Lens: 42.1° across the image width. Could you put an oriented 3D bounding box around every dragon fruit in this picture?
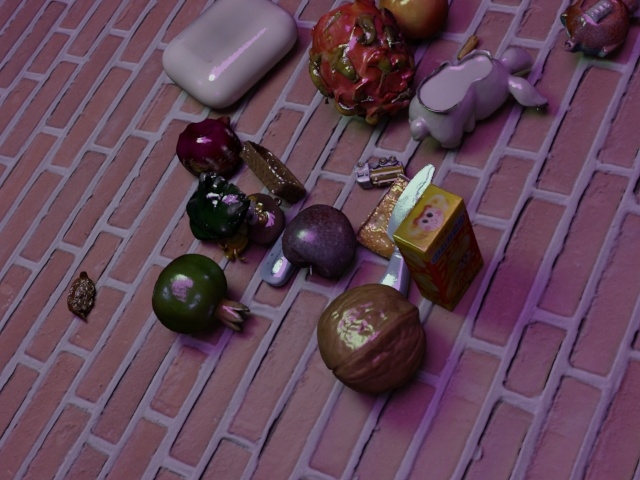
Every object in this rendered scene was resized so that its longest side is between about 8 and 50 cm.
[{"bbox_3d":[0.104,-0.424,2.042,0.269,0.250,0.291,-25,81,26],"label":"dragon fruit"}]

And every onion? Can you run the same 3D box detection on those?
[{"bbox_3d":[-0.285,-0.265,2.150,0.173,0.135,0.198,1,60,18],"label":"onion"}]

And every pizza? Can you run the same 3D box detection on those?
[{"bbox_3d":[0.204,-0.030,1.873,0.204,0.080,0.188,35,101,23],"label":"pizza"}]

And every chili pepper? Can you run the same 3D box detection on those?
[{"bbox_3d":[-0.259,-0.077,1.974,0.264,0.116,0.148,2,74,63],"label":"chili pepper"}]

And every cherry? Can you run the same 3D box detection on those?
[{"bbox_3d":[0.004,0.000,1.878,0.176,0.140,0.176,3,69,-9],"label":"cherry"}]

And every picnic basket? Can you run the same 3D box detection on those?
[{"bbox_3d":[-0.122,-0.168,2.053,0.055,0.110,0.193,-50,54,15],"label":"picnic basket"}]

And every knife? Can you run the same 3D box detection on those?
[{"bbox_3d":[0.179,-0.011,1.823,0.080,0.044,0.331,12,86,31],"label":"knife"}]

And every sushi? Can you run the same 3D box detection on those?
[{"bbox_3d":[-0.596,0.141,2.083,0.055,0.052,0.120,-11,55,32],"label":"sushi"}]

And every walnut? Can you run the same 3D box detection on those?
[{"bbox_3d":[0.107,0.198,1.695,0.228,0.228,0.228,-9,59,15],"label":"walnut"}]

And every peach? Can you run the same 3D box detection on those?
[{"bbox_3d":[0.237,-0.601,2.126,0.184,0.184,0.184,-9,59,15],"label":"peach"}]

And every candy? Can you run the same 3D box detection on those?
[{"bbox_3d":[0.246,0.018,1.701,0.088,0.276,0.146,29,73,32],"label":"candy"}]

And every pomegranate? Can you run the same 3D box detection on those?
[{"bbox_3d":[-0.271,0.136,1.901,0.225,0.187,0.187,23,69,4],"label":"pomegranate"}]

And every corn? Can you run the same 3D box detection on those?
[{"bbox_3d":[0.372,-0.487,2.097,0.028,0.027,0.083,28,76,40],"label":"corn"}]

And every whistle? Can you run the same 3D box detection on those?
[{"bbox_3d":[0.695,-0.541,1.954,0.346,0.133,0.142,-37,46,-12],"label":"whistle"}]

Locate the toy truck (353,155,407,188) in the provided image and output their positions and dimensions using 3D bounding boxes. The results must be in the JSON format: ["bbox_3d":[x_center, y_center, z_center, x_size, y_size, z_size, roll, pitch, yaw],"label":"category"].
[{"bbox_3d":[0.143,-0.159,1.978,0.123,0.052,0.062,-9,65,14],"label":"toy truck"}]

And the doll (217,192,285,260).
[{"bbox_3d":[-0.162,-0.030,1.996,0.145,0.096,0.188,25,82,38],"label":"doll"}]

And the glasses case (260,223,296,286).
[{"bbox_3d":[-0.077,0.027,1.955,0.067,0.045,0.178,21,70,28],"label":"glasses case"}]

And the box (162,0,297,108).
[{"bbox_3d":[-0.250,-0.533,2.289,0.349,0.141,0.289,-45,57,-9],"label":"box"}]

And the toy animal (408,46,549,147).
[{"bbox_3d":[0.357,-0.341,1.945,0.325,0.154,0.208,-14,64,7],"label":"toy animal"}]
